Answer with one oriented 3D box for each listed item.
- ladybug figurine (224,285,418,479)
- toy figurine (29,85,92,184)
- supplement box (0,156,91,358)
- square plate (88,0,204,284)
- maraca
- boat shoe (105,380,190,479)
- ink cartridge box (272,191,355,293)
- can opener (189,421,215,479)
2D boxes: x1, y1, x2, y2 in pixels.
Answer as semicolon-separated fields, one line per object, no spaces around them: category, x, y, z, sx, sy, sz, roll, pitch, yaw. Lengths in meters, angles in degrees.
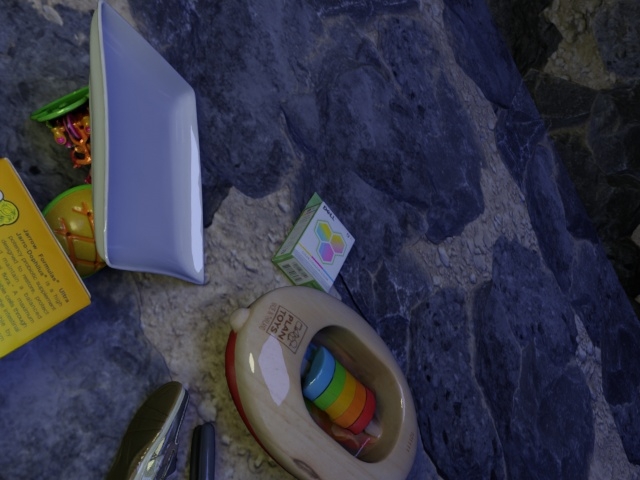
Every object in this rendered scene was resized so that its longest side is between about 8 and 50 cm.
ladybug figurine;-0.007;0.261;1.161;0.449;0.162;0.305;49;46;-24
toy figurine;-0.324;-0.131;0.986;0.173;0.130;0.159;-113;180;-67
supplement box;-0.467;0.083;0.709;0.356;0.194;0.195;-38;104;-47
square plate;-0.252;-0.114;0.996;0.347;0.049;0.343;37;48;-77
maraca;-0.345;0.004;0.943;0.185;0.099;0.127;-49;130;-19
boat shoe;-0.241;0.311;0.964;0.073;0.080;0.223;46;53;-34
ink cartridge box;0.000;0.000;1.333;0.109;0.062;0.209;50;46;-22
can opener;-0.181;0.366;1.017;0.073;0.059;0.186;27;58;-38
